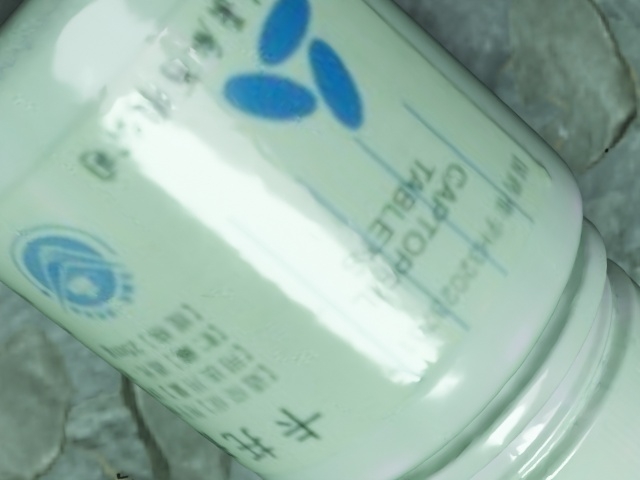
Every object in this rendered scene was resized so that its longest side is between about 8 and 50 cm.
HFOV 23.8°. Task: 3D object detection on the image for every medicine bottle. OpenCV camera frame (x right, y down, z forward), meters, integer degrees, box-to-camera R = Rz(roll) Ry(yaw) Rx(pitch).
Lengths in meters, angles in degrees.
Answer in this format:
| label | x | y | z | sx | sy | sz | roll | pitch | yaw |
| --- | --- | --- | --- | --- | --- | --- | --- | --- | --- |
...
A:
| label | x | y | z | sx | sy | sz | roll | pitch | yaw |
| --- | --- | --- | --- | --- | --- | --- | --- | --- | --- |
| medicine bottle | 0.000 | 0.000 | 0.567 | 0.293 | 0.170 | 0.170 | 40 | 87 | -20 |
